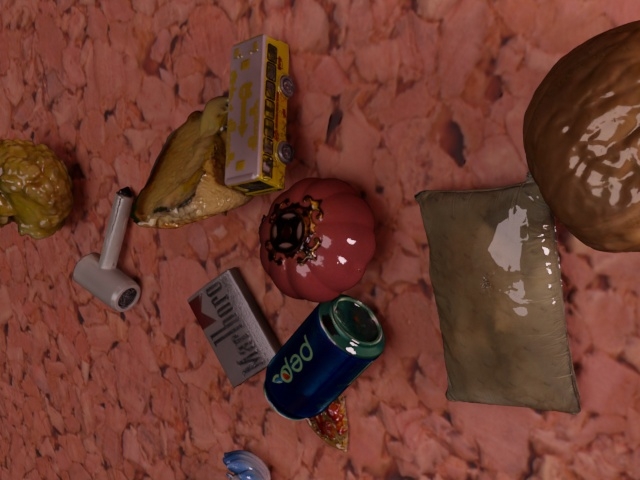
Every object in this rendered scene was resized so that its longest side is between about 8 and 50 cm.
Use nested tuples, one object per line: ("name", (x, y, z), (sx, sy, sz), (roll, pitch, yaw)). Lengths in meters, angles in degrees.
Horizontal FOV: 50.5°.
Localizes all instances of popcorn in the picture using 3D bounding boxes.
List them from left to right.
("popcorn", (-0.598, -0.103, 1.367), (0.218, 0.169, 0.189), (31, 119, 32))

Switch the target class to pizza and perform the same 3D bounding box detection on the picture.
("pizza", (0.000, 0.287, 1.100), (0.099, 0.029, 0.100), (9, 106, 36))

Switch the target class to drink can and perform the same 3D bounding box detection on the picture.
("drink can", (0.001, 0.179, 1.017), (0.118, 0.118, 0.205), (50, 124, 17))

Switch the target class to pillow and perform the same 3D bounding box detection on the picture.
("pillow", (0.218, 0.069, 0.852), (0.184, 0.074, 0.303), (-2, 102, 40))

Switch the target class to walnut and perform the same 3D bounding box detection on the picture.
("walnut", (0.315, -0.100, 0.656), (0.227, 0.228, 0.228), (10, 107, 35))

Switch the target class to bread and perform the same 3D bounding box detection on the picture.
("bread", (-0.173, -0.101, 1.074), (0.174, 0.252, 0.133), (-18, 134, 37))

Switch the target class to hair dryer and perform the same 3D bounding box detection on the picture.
("hair dryer", (-0.393, 0.009, 1.319), (0.131, 0.073, 0.237), (29, 108, 27))

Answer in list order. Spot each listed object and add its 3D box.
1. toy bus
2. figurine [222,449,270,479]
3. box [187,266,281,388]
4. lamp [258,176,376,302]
("toy bus", (-0.087, -0.182, 0.990), (0.081, 0.074, 0.227), (-5, 77, 37))
("figurine", (-0.138, 0.415, 1.205), (0.114, 0.079, 0.114), (37, 165, 11))
("box", (-0.146, 0.150, 1.165), (0.115, 0.036, 0.178), (-35, 79, 27))
("lamp", (0.000, 0.000, 0.967), (0.182, 0.140, 0.182), (-10, 74, 36))
